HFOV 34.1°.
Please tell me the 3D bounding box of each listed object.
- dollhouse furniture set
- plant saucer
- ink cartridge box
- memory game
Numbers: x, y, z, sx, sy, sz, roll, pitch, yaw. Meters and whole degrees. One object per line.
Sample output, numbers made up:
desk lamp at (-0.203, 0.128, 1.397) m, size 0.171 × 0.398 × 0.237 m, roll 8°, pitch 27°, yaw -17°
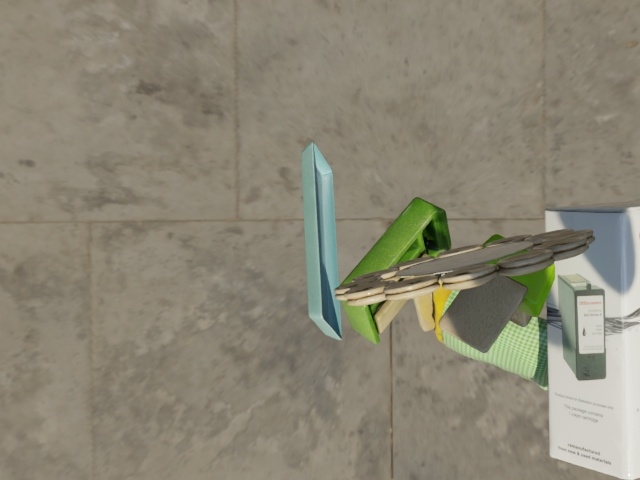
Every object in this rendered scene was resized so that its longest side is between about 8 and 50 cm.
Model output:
dollhouse furniture set at (0.166, 0.118, 1.237) m, size 0.197 × 0.301 × 0.151 m, roll 29°, pitch 69°, yaw 27°
plant saucer at (0.000, 0.000, 1.028) m, size 0.018 × 0.067 × 0.192 m, roll -11°, pitch 63°, yaw 15°
ink cartridge box at (0.369, 0.097, 1.177) m, size 0.211 × 0.121 × 0.289 m, roll -5°, pitch 96°, yaw -33°
memory game at (0.099, 0.018, 0.729) m, size 0.186 × 0.186 × 0.012 m, roll -14°, pitch 93°, yaw 5°
